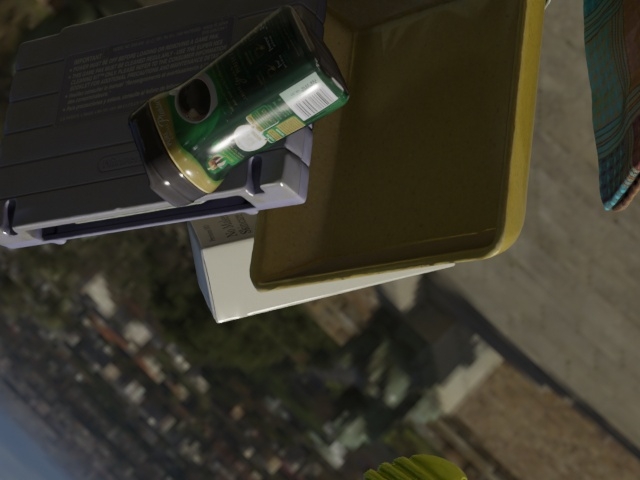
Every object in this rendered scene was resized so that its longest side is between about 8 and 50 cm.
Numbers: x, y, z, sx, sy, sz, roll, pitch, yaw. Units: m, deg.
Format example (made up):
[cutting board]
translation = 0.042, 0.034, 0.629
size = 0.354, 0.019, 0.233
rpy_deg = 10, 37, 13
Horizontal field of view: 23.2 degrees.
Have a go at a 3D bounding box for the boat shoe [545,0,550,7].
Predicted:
[boat shoe]
translation = 0.212, -0.283, 1.766
size = 0.094, 0.109, 0.302
rpy_deg = 38, 176, 5

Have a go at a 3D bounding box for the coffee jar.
[coffee jar]
translation = -0.073, -0.110, 1.319
size = 0.079, 0.184, 0.096
rpy_deg = 42, -160, -51

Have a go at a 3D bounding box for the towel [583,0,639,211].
[towel]
translation = 0.325, -0.250, 1.634
size = 0.040, 0.370, 0.271
rpy_deg = 2, 155, -8

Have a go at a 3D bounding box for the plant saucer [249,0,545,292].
[plant saucer]
translation = 0.086, -0.117, 1.440
size = 0.081, 0.333, 0.333
rpy_deg = 19, 161, -37

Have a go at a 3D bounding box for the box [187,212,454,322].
[box]
translation = 0.000, 0.000, 1.714
size = 0.113, 0.275, 0.094
rpy_deg = -127, 26, -65

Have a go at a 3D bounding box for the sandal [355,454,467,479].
[sandal]
translation = 0.067, 0.409, 2.092
size = 0.138, 0.317, 0.126
rpy_deg = 57, 178, -32

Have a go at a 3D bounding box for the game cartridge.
[game cartridge]
translation = -0.159, -0.121, 1.504
size = 0.355, 0.230, 0.068
rpy_deg = -8, 150, 31
